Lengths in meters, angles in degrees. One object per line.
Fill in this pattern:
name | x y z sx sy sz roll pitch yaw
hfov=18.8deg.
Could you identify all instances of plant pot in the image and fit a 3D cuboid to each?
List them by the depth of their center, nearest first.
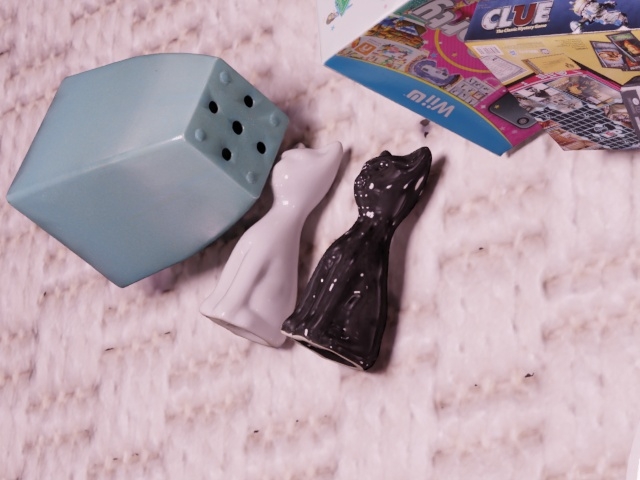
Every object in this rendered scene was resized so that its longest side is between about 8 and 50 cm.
plant pot | -0.157 -0.085 1.910 0.234 0.166 0.165 -18 42 46

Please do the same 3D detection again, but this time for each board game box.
board game box | 0.254 -0.130 1.482 0.243 0.165 0.042 1 61 41
board game box | 0.178 -0.212 1.577 0.303 0.224 0.097 -33 48 37

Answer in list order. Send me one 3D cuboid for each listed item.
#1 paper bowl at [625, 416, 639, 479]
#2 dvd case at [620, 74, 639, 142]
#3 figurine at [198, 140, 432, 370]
paper bowl | 0.354 0.168 1.277 0.284 0.148 0.284 -22 58 42
dvd case | 0.343 -0.047 1.384 0.239 0.179 0.029 -3 27 47
figurine | 0.000 0.000 1.810 0.215 0.092 0.209 10 74 51
